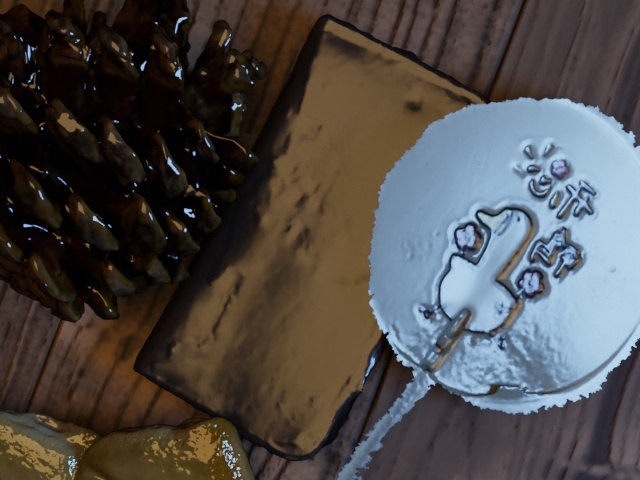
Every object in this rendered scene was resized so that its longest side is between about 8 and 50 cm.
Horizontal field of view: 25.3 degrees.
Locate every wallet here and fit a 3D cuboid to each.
[{"bbox_3d":[0.000,0.000,1.057,0.165,0.042,0.309,28,91,8],"label":"wallet"}]

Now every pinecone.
[{"bbox_3d":[-0.167,-0.061,1.004,0.257,0.243,0.243,-28,83,-37],"label":"pinecone"}]

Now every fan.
[{"bbox_3d":[0.091,0.075,1.031,0.233,0.012,0.415,41,86,-11],"label":"fan"}]

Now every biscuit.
[{"bbox_3d":[-0.188,0.194,1.065,0.299,0.045,0.154,3,104,13],"label":"biscuit"}]

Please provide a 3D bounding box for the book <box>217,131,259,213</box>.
[{"bbox_3d":[-0.027,0.012,1.088,0.118,0.012,0.172,13,89,7],"label":"book"}]
